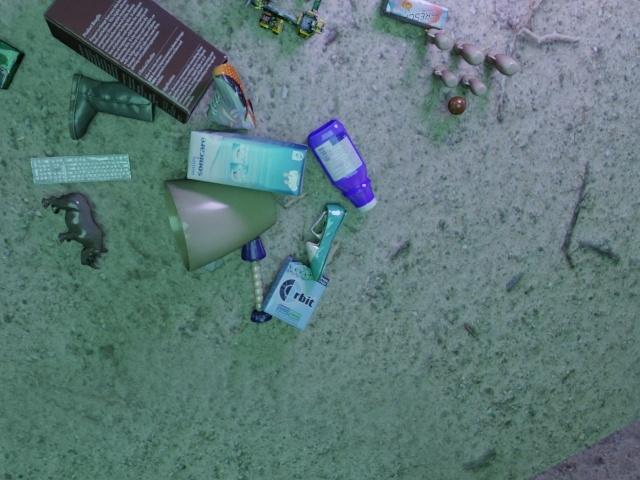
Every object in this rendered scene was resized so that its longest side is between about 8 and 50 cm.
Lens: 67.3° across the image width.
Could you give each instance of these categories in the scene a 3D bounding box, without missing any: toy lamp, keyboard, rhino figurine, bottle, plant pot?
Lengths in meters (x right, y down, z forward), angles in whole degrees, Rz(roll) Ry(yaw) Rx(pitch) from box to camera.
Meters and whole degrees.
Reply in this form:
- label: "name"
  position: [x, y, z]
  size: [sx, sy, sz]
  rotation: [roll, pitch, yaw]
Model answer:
- label: "toy lamp"
  position: [-0.199, 0.119, 1.494]
  size: [0.080, 0.080, 0.275]
  rotation: [-7, 107, -9]
- label: "keyboard"
  position: [-0.667, -0.200, 1.343]
  size: [0.255, 0.014, 0.072]
  rotation: [-5, 107, -10]
- label: "rhino figurine"
  position: [-0.680, -0.023, 1.364]
  size: [0.106, 0.073, 0.243]
  rotation: [-17, 110, -2]
- label: "bottle"
  position: [0.075, -0.216, 1.438]
  size: [0.118, 0.092, 0.283]
  rotation: [-32, 110, 6]
- label: "plant pot"
  position: [-0.272, -0.072, 1.354]
  size: [0.273, 0.256, 0.257]
  rotation: [-17, 109, -22]

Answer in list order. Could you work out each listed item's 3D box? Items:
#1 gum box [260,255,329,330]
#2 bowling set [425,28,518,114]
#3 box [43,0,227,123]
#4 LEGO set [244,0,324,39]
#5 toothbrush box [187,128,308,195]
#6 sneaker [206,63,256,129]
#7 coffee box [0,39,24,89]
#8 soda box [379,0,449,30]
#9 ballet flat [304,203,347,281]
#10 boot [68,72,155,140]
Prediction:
- label: "gum box"
  position: [-0.079, 0.167, 1.511]
  size: [0.157, 0.041, 0.184]
  rotation: [31, 83, -28]
- label: "bowling set"
  position: [0.403, -0.489, 1.413]
  size: [0.286, 0.154, 0.200]
  rotation: [16, 121, -16]
- label: "box"
  position: [-0.452, -0.487, 1.210]
  size: [0.381, 0.143, 0.191]
  rotation: [34, 79, -19]
- label: "LEGO set"
  position: [-0.048, -0.693, 1.219]
  size: [0.254, 0.192, 0.331]
  rotation: [28, 100, -17]
- label: "toothbrush box"
  position: [-0.187, -0.216, 1.302]
  size: [0.295, 0.216, 0.126]
  rotation: [8, 105, -2]
- label: "sneaker"
  position: [-0.252, -0.357, 1.263]
  size: [0.120, 0.262, 0.099]
  rotation: [-13, 73, 2]
- label: "coffee box"
  position: [-0.865, -0.476, 1.209]
  size: [0.184, 0.040, 0.113]
  rotation: [31, 99, -18]
- label: "soda box"
  position: [0.266, -0.648, 1.361]
  size: [0.183, 0.063, 0.058]
  rotation: [10, 104, -13]
- label: "ballet flat"
  position: [0.000, 0.000, 1.485]
  size: [0.087, 0.083, 0.247]
  rotation: [22, 87, -9]
- label: "boot"
  position: [-0.559, -0.347, 1.298]
  size: [0.208, 0.076, 0.190]
  rotation: [8, 107, -20]
